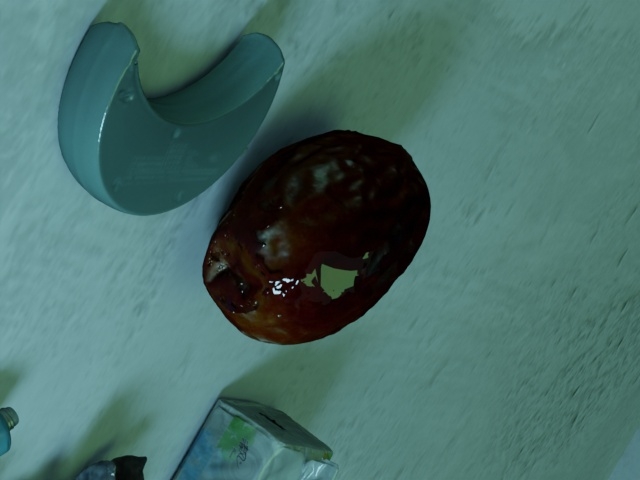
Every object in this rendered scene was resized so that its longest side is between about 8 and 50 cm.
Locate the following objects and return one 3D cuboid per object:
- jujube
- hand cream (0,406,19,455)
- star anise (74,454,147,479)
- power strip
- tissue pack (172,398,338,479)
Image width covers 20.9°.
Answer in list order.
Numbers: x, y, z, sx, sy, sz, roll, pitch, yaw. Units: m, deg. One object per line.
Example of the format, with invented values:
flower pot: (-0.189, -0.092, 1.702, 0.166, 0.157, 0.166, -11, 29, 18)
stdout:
jujube: (0.000, 0.000, 1.623, 0.243, 0.183, 0.183, -29, 142, -43)
hand cream: (-0.338, 0.191, 1.405, 0.224, 0.048, 0.083, -30, 146, -35)
star anise: (-0.244, 0.311, 1.613, 0.283, 0.129, 0.212, -57, 161, -20)
power strip: (-0.123, -0.101, 1.436, 0.253, 0.054, 0.167, -2, 123, -59)
tissue pack: (-0.081, 0.304, 1.848, 0.229, 0.145, 0.159, -59, 155, 3)
